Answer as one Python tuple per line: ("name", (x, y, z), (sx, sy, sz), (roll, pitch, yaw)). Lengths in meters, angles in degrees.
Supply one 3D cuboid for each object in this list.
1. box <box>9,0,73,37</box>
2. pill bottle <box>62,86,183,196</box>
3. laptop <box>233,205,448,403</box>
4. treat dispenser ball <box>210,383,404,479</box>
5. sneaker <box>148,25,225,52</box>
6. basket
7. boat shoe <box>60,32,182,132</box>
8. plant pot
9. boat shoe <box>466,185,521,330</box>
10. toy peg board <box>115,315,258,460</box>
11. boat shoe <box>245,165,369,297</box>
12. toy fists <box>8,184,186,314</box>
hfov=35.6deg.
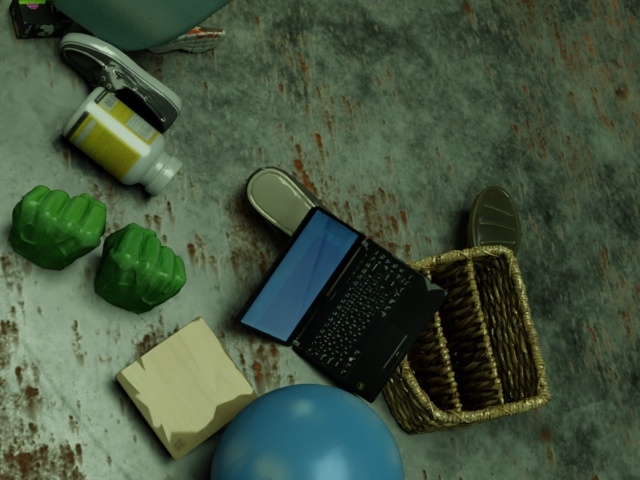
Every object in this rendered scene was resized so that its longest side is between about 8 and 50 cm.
("box", (-0.465, -0.375, 1.656), (0.083, 0.052, 0.062), (-10, 76, -35))
("pill bottle", (-0.319, -0.156, 1.624), (0.184, 0.103, 0.103), (40, 56, -12))
("laptop", (0.039, 0.110, 1.643), (0.264, 0.136, 0.234), (35, 94, 4))
("treat dispenser ball", (-0.020, 0.357, 1.483), (0.288, 0.288, 0.288), (12, 65, -27))
("sneaker", (-0.244, -0.378, 1.788), (0.158, 0.061, 0.064), (-8, 69, -34))
("basket", (0.229, 0.174, 1.748), (0.214, 0.223, 0.299), (0, 72, -31))
("boat shoe", (-0.341, -0.257, 1.673), (0.228, 0.080, 0.076), (35, 55, -24))
("plant pot", (-0.305, -0.460, 1.633), (0.247, 0.252, 0.247), (32, 29, -37))
("boat shoe", (0.317, 0.046, 1.929), (0.111, 0.104, 0.307), (13, 66, -17))
("toy peg board", (-0.212, 0.231, 1.561), (0.161, 0.079, 0.161), (-35, 90, -20))
("boat shoe", (0.000, 0.000, 1.750), (0.112, 0.095, 0.335), (-42, 97, 4))
("toy fists", (-0.335, 0.010, 1.523), (0.279, 0.142, 0.096), (32, 58, -17))
